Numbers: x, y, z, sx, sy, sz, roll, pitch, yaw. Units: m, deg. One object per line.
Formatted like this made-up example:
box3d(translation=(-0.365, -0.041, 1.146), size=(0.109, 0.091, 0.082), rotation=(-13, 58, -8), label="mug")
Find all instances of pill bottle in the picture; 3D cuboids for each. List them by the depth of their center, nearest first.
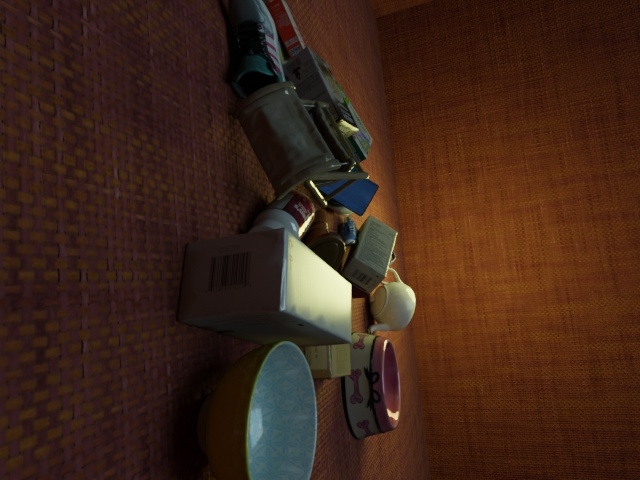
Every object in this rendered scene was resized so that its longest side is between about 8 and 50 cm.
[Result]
box3d(translation=(-0.097, -0.036, 1.057), size=(0.221, 0.121, 0.121), rotation=(-61, 140, -60), label="pill bottle")

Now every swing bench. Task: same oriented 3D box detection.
box3d(translation=(-0.043, -0.235, 1.051), size=(0.254, 0.165, 0.254), rotation=(62, 23, 15), label="swing bench")

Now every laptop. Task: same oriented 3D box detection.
box3d(translation=(0.044, -0.327, 1.386), size=(0.382, 0.236, 0.409), rotation=(-55, 143, -64), label="laptop")

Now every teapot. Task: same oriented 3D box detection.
box3d(translation=(0.323, 0.299, 2.042), size=(0.253, 0.186, 0.256), rotation=(-62, -163, 21), label="teapot")

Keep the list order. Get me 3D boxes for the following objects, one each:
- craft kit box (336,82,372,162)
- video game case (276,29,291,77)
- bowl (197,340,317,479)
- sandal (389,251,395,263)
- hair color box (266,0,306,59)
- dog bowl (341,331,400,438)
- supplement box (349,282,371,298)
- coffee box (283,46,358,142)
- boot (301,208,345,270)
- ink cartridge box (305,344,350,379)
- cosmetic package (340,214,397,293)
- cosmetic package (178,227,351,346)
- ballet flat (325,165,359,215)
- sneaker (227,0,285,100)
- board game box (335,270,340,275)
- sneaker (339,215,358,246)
box3d(translation=(0.089, -0.412, 1.481), size=(0.250, 0.060, 0.247), rotation=(54, 22, -18), label="craft kit box")
box3d(translation=(-0.137, -0.546, 1.287), size=(0.227, 0.026, 0.207), rotation=(38, 48, -64), label="video game case")
box3d(translation=(-0.127, 0.333, 0.772), size=(0.289, 0.155, 0.290), rotation=(-7, 90, -71), label="bowl")
box3d(translation=(0.273, 0.057, 2.039), size=(0.317, 0.138, 0.126), rotation=(41, 29, -64), label="sandal")
box3d(translation=(-0.101, -0.660, 1.330), size=(0.167, 0.053, 0.093), rotation=(63, 15, -17), label="hair color box")
box3d(translation=(0.214, 0.565, 1.678), size=(0.408, 0.150, 0.409), rotation=(-8, 90, -71), label="dog bowl")
box3d(translation=(0.186, 0.162, 1.857), size=(0.188, 0.080, 0.104), rotation=(-56, 135, -62), label="supplement box")
box3d(translation=(0.003, -0.421, 1.259), size=(0.141, 0.098, 0.247), rotation=(-3, 67, -64), label="coffee box")
box3d(translation=(0.000, 0.000, 1.162), size=(0.283, 0.108, 0.220), rotation=(120, -11, -52), label="boot")
box3d(translation=(0.023, 0.306, 1.321), size=(0.193, 0.088, 0.235), rotation=(34, 52, -63), label="ink cartridge box")
box3d(translation=(0.203, 0.053, 1.748), size=(0.129, 0.153, 0.296), rotation=(-55, -175, 42), label="cosmetic package")
box3d(translation=(-0.087, 0.123, 0.888), size=(0.385, 0.217, 0.157), rotation=(43, 42, -58), label="cosmetic package")
box3d(translation=(0.109, -0.179, 1.727), size=(0.400, 0.139, 0.139), rotation=(-68, 145, -57), label="ballet flat")
box3d(translation=(-0.166, -0.452, 1.035), size=(0.179, 0.123, 0.296), rotation=(-85, 161, -57), label="sneaker")
box3d(translation=(0.049, 0.175, 1.525), size=(0.281, 0.027, 0.145), rotation=(52, 29, -55), label="board game box")
box3d(translation=(0.107, -0.033, 1.728), size=(0.211, 0.080, 0.081), rotation=(-75, 146, -68), label="sneaker")
